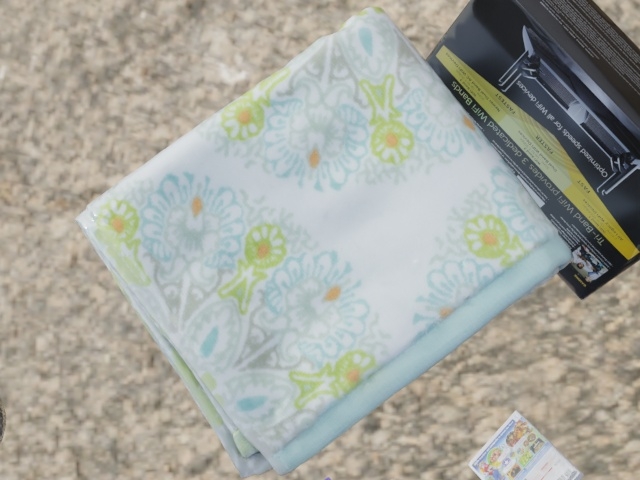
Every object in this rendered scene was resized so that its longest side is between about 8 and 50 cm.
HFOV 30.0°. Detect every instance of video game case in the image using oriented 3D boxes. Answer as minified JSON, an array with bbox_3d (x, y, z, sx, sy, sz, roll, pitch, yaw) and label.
[{"bbox_3d":[0.232,0.261,1.359,0.087,0.011,0.122,-49,41,4],"label":"video game case"}]

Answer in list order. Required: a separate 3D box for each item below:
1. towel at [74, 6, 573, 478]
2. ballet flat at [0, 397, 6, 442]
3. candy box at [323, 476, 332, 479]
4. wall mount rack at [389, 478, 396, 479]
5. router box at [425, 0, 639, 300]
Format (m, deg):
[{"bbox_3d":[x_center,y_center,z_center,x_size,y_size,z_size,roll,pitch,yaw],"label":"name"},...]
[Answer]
[{"bbox_3d":[0.000,0.000,1.132,0.374,0.090,0.320,-35,82,-5],"label":"towel"},{"bbox_3d":[-0.589,0.408,1.631,0.164,0.182,0.483,34,76,6],"label":"ballet flat"},{"bbox_3d":[-0.050,0.478,1.508,0.317,0.268,0.122,-39,103,-4],"label":"candy box"},{"bbox_3d":[-0.006,0.385,1.024,0.130,0.304,0.350,7,67,-6],"label":"wall mount rack"},{"bbox_3d":[0.247,-0.113,1.229,0.309,0.081,0.243,48,150,5],"label":"router box"}]
